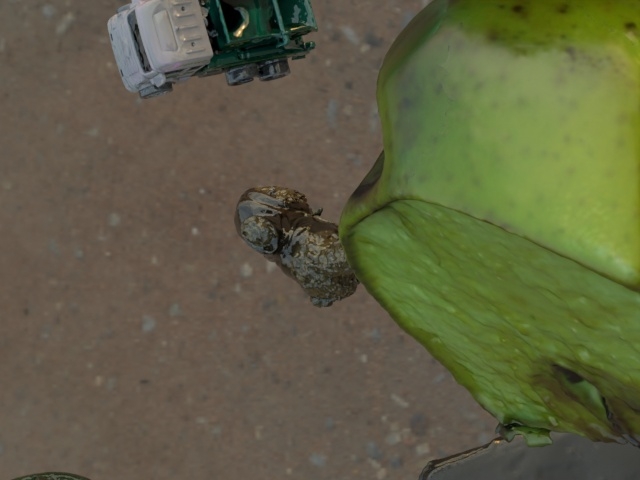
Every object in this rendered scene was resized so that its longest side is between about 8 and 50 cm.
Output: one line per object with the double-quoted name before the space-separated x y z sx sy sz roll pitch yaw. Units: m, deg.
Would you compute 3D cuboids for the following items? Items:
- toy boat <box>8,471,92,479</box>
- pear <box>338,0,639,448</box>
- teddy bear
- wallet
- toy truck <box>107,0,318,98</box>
"toy boat" -0.133 0.265 0.895 0.141 0.319 0.092 -17 47 30
"pear" 0.116 -0.017 0.616 0.238 0.255 0.164 -7 48 59
"teddy bear" -0.001 0.009 0.916 0.160 0.119 0.078 19 95 40
"wallet" 0.319 0.334 1.640 0.051 0.377 0.197 124 127 -81
"toy truck" -0.099 -0.219 1.276 0.116 0.216 0.110 -16 90 60
